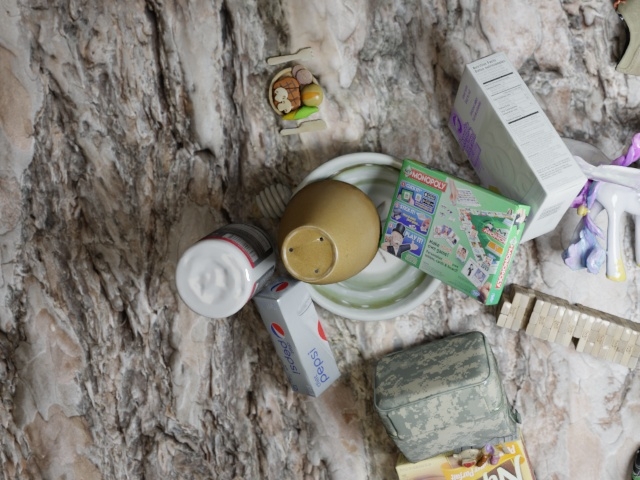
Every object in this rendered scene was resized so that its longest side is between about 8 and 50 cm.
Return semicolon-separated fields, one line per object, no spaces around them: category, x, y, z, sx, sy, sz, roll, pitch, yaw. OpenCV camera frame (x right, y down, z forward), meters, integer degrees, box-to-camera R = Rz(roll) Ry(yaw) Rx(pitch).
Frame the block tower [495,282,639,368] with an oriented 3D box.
block tower;0.580;0.195;1.871;0.335;0.097;0.091;17;105;6

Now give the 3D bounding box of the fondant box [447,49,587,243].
fondant box;0.396;-0.189;1.685;0.096;0.238;0.330;-21;68;-10

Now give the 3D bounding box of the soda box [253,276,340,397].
soda box;-0.054;0.232;1.951;0.091;0.098;0.286;5;123;46

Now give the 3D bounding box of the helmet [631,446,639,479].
helmet;0.800;0.552;1.867;0.169;0.161;0.169;2;102;10

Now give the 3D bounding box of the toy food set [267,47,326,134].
toy food set;-0.060;-0.346;1.909;0.132;0.038;0.192;-9;100;13

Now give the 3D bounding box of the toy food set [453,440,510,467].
toy food set;0.382;0.512;1.910;0.122;0.019;0.078;-24;127;18

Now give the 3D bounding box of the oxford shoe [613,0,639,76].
oxford shoe;0.683;-0.516;1.690;0.130;0.123;0.348;4;101;16

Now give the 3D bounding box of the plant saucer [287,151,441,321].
plant saucer;0.113;-0.012;1.915;0.400;0.100;0.401;2;102;11

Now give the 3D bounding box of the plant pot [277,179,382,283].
plant pot;0.000;0.000;1.758;0.237;0.254;0.237;2;101;11

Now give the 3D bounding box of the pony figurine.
pony figurine;0.631;-0.103;1.730;0.350;0.303;0.364;2;110;-8

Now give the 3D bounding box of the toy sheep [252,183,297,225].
toy sheep;-0.107;-0.093;1.951;0.132;0.091;0.091;-31;95;2

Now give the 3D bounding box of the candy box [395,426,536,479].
candy box;0.364;0.590;1.999;0.316;0.087;0.183;-16;98;13

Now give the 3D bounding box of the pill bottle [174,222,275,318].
pill bottle;-0.203;0.055;1.877;0.176;0.318;0.176;2;101;11

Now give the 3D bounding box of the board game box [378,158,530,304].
board game box;0.271;-0.025;1.711;0.317;0.046;0.214;30;110;43

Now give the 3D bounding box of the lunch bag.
lunch bag;0.294;0.388;1.909;0.305;0.213;0.256;-20;117;15
